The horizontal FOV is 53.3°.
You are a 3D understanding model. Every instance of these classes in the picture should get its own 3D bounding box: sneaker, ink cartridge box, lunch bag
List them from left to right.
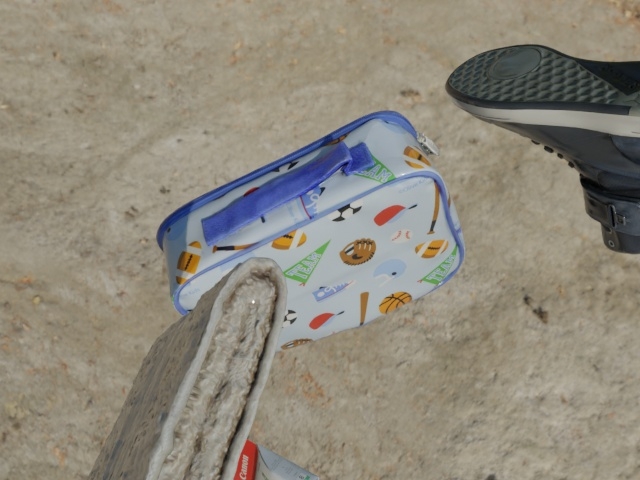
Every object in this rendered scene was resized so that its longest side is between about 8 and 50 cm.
[{"bbox_3d":[-0.120,0.503,1.298,0.224,0.181,0.056,21,33,18],"label":"ink cartridge box"},{"bbox_3d":[0.000,0.000,0.665,0.303,0.243,0.115,-27,54,7],"label":"lunch bag"},{"bbox_3d":[0.213,-0.074,0.539,0.086,0.163,0.226,-46,43,-16],"label":"sneaker"}]

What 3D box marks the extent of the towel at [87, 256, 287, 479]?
[{"bbox_3d":[-0.106,0.155,0.342,0.049,0.187,0.282,28,59,-17],"label":"towel"}]
